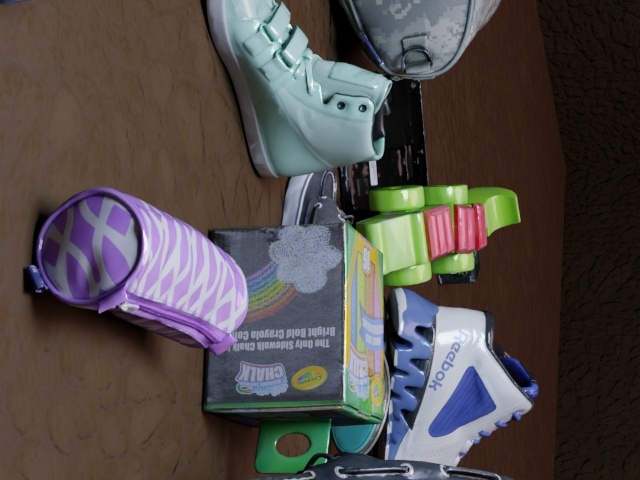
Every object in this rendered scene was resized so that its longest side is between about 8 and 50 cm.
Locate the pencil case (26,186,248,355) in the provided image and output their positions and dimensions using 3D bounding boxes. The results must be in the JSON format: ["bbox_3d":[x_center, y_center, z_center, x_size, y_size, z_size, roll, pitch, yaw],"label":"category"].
[{"bbox_3d":[-0.119,0.025,0.924,0.088,0.086,0.206,55,9,20],"label":"pencil case"}]

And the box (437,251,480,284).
[{"bbox_3d":[0.217,0.021,2.064,0.052,0.062,0.083,-63,145,-57],"label":"box"}]

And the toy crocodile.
[{"bbox_3d":[0.141,-0.012,1.568,0.340,0.105,0.115,-10,96,-60],"label":"toy crocodile"}]

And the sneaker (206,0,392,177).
[{"bbox_3d":[-0.011,-0.180,1.217,0.094,0.151,0.256,-69,149,-51],"label":"sneaker"}]

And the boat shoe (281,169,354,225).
[{"bbox_3d":[0.000,0.000,1.340,0.228,0.076,0.080,-74,154,-48],"label":"boat shoe"}]

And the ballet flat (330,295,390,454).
[{"bbox_3d":[0.053,0.149,1.482,0.068,0.072,0.213,41,46,-59],"label":"ballet flat"}]

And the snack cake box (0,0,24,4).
[{"bbox_3d":[-0.157,-0.289,0.874,0.264,0.089,0.152,-71,150,-52],"label":"snack cake box"}]

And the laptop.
[{"bbox_3d":[0.068,-0.099,1.693,0.264,0.136,0.234,-10,96,-47],"label":"laptop"}]

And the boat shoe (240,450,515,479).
[{"bbox_3d":[0.033,0.227,1.067,0.113,0.340,0.127,-104,-160,-53],"label":"boat shoe"}]

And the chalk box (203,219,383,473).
[{"bbox_3d":[-0.020,0.102,1.161,0.132,0.132,0.213,37,52,-68],"label":"chalk box"}]

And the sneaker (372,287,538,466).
[{"bbox_3d":[0.161,0.213,1.535,0.127,0.182,0.316,-98,-168,-70],"label":"sneaker"}]

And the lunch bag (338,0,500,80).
[{"bbox_3d":[0.135,-0.352,1.626,0.305,0.212,0.256,-50,133,-65],"label":"lunch bag"}]
